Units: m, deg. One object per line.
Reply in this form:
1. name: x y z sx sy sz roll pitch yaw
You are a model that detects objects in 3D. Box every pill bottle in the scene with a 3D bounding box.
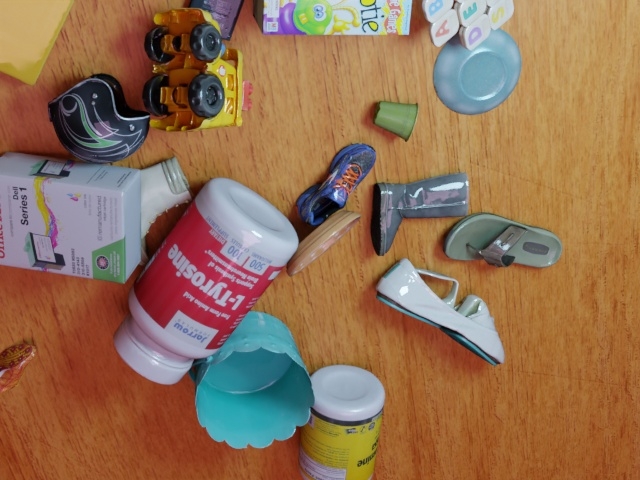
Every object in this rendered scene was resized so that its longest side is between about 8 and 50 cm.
1. pill bottle: -0.247 0.091 1.898 0.229 0.229 0.408 30 107 -26
2. pill bottle: 0.045 0.482 2.208 0.187 0.188 0.334 -1 119 -13

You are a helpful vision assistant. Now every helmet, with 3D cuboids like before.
1. helmet: -0.410 -0.223 1.728 0.169 0.169 0.162 -30 105 4

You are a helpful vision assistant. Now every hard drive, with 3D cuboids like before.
1. hard drive: -0.193 -0.454 1.731 0.094 0.022 0.135 15 114 -20

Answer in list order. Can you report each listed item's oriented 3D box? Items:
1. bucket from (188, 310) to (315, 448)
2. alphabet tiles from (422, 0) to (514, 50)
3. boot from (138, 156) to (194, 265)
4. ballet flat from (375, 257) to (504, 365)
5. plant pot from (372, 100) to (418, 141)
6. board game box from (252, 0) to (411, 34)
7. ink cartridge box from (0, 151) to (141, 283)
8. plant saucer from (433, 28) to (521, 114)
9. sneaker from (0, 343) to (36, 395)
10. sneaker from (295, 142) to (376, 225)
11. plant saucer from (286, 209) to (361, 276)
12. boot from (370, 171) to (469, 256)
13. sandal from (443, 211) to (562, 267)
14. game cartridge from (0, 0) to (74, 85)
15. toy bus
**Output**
1. bucket: -0.159 0.307 2.066 0.281 0.183 0.281 -5 119 -10
2. alphabet tiles: 0.298 -0.507 1.741 0.278 0.021 0.284 -40 137 -16
3. boot: -0.336 -0.058 1.887 0.165 0.077 0.213 -18 120 -6
4. ballet flat: 0.307 0.163 2.140 0.400 0.139 0.139 31 108 -25
5. plant pot: 0.151 -0.253 1.898 0.079 0.083 0.083 14 115 -7
6. board game box: 0.021 -0.467 1.704 0.275 0.142 0.144 -3 119 -12
7. ink cartridge box: -0.496 -0.045 1.783 0.278 0.117 0.201 8 117 5
8. plant saucer: 0.331 -0.346 1.907 0.194 0.037 0.195 -6 119 -11
9. sneaker: -0.678 0.286 2.013 0.175 0.064 0.067 -39 140 15
10. sneaker: 0.041 -0.110 1.939 0.083 0.087 0.221 33 107 -27
11. plant saucer: 0.000 0.000 1.948 0.200 0.200 0.037 -42 85 11
12. boot: 0.220 -0.058 2.027 0.208 0.076 0.190 -6 122 -18
13. sandal: 0.425 0.011 2.095 0.302 0.086 0.120 6 117 -16
14. game cartridge: -0.601 -0.464 1.619 0.323 0.053 0.285 23 111 -26
15. toy bus: -0.210 -0.312 1.730 0.211 0.149 0.220 -6 100 -53
